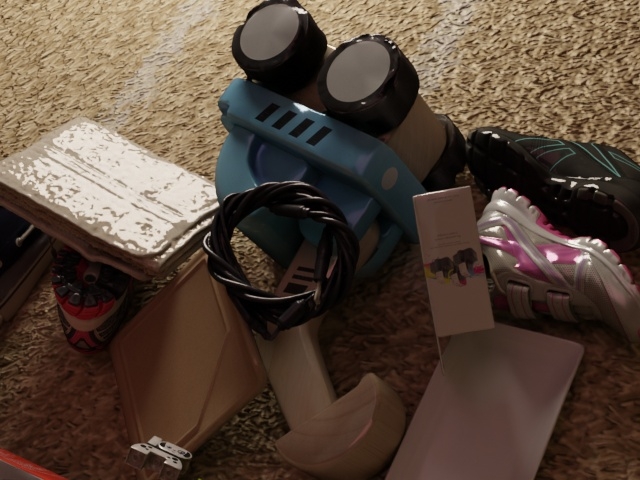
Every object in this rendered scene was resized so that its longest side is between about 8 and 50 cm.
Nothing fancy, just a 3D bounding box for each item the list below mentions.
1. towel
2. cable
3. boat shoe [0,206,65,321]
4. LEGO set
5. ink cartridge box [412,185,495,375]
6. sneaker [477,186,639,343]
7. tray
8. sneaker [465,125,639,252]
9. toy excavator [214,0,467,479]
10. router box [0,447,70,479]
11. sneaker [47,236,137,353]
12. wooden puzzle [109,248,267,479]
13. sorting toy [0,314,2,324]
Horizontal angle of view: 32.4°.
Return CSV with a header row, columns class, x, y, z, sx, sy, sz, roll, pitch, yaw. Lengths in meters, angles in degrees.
class,x,y,z,sx,sy,sz,roll,pitch,yaw
towel,-0.259,-0.056,1.380,0.282,0.049,0.187,28,42,20
cable,-0.045,0.005,1.158,0.150,0.047,0.184,-40,58,8
boat shoe,-0.409,-0.056,1.483,0.127,0.158,0.341,9,59,28
LEGO set,-0.094,0.281,1.142,0.227,0.093,0.087,23,100,6
ink cartridge box,0.139,0.042,1.134,0.061,0.104,0.181,-9,87,5
sneaker,0.246,0.047,1.184,0.111,0.103,0.252,-44,44,-9
tray,0.162,0.207,1.131,0.145,0.030,0.270,13,60,30
sneaker,0.283,-0.068,1.271,0.106,0.101,0.267,-29,44,-31
toy excavator,0.000,0.000,1.273,0.432,0.222,0.445,29,83,35
router box,-0.392,0.377,1.130,0.301,0.082,0.336,15,78,29
sneaker,-0.282,0.011,1.419,0.120,0.112,0.299,10,42,0
wooden puzzle,-0.151,0.139,1.244,0.239,0.044,0.221,-47,43,26
sorting toy,-0.544,0.196,1.390,0.255,0.089,0.257,8,57,27
